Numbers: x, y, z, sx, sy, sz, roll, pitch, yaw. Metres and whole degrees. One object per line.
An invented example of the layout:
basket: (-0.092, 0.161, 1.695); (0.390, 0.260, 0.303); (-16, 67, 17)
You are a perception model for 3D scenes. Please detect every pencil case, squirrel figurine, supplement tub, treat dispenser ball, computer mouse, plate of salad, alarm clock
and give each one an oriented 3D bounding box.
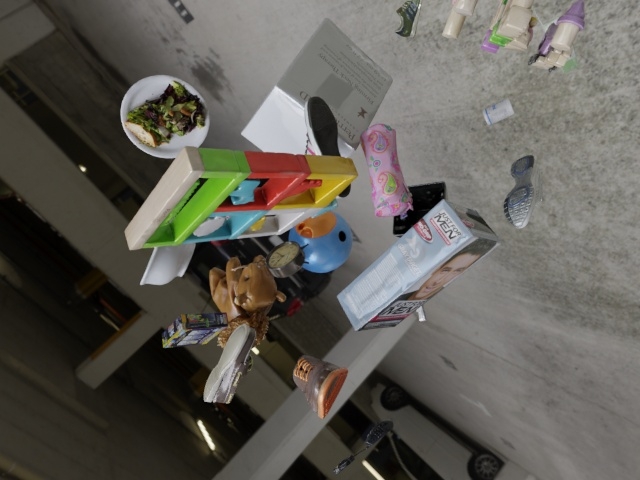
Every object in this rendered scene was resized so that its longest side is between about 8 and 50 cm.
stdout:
pencil case: (0.200, -0.209, 1.315); (0.124, 0.124, 0.285); (107, 154, -72)
squirrel figurine: (-0.265, 0.253, 1.677); (0.280, 0.398, 0.370); (5, 171, -25)
supplement tub: (0.726, -0.524, 1.755); (0.107, 0.071, 0.071); (-22, 118, 30)
treat dispenser ball: (0.000, 0.000, 1.930); (0.288, 0.288, 0.288); (41, 163, 15)
computer mouse: (0.131, 0.640, 1.348); (0.041, 0.242, 0.071); (50, 171, 22)
plate of salad: (-0.361, -0.284, 1.012); (0.200, 0.199, 0.048); (59, 180, -38)
alarm clock: (-0.131, 0.068, 1.438); (0.191, 0.129, 0.064); (-7, 131, 26)

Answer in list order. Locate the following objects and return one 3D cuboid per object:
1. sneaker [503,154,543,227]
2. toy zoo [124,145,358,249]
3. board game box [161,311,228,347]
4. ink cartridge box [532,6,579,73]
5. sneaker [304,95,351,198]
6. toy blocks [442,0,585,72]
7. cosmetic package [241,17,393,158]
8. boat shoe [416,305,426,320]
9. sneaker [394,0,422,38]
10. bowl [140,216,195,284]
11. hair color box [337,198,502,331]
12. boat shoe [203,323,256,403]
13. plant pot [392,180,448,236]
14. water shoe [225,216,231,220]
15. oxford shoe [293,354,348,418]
sneaker: (0.737, -0.163, 1.520); (0.129, 0.297, 0.111); (36, 152, -25)
toy zoo: (-0.081, -0.052, 0.574); (0.192, 0.293, 0.030); (-34, 71, 43)
board game box: (-0.375, 0.266, 1.282); (0.170, 0.141, 0.048); (-39, 59, 42)
ink cartridge box: (0.767, -0.684, 1.413); (0.056, 0.171, 0.235); (-24, 75, 34)
sneaker: (-0.024, -0.257, 1.280); (0.178, 0.123, 0.296); (-9, 97, 47)
toy blocks: (0.469, -0.575, 0.964); (0.308, 0.260, 0.288); (21, -165, 4)
cosmetic package: (-0.010, -0.476, 1.537); (0.329, 0.394, 0.327); (36, 150, -16)
boat shoe: (0.423, 0.294, 1.833); (0.035, 0.035, 0.100); (13, -118, -60)
sneaker: (0.328, -0.866, 1.615); (0.086, 0.064, 0.192); (5, 127, -1)
bowl: (-0.573, 0.051, 1.659); (0.134, 0.298, 0.297); (23, 171, -21)
hair color box: (0.237, 0.075, 1.065); (0.185, 0.374, 0.114); (7, -135, -48)
boat shoe: (-0.286, 0.419, 1.444); (0.096, 0.325, 0.117); (22, -162, -23)
plant pot: (0.386, -0.087, 1.580); (0.187, 0.188, 0.167); (-5, 159, 31)
water shoe: (-0.262, -0.073, 1.279); (0.203, 0.080, 0.073); (-24, 112, 27)
oxford shoe: (-0.016, 0.364, 1.107); (0.132, 0.130, 0.364); (29, 161, 9)
